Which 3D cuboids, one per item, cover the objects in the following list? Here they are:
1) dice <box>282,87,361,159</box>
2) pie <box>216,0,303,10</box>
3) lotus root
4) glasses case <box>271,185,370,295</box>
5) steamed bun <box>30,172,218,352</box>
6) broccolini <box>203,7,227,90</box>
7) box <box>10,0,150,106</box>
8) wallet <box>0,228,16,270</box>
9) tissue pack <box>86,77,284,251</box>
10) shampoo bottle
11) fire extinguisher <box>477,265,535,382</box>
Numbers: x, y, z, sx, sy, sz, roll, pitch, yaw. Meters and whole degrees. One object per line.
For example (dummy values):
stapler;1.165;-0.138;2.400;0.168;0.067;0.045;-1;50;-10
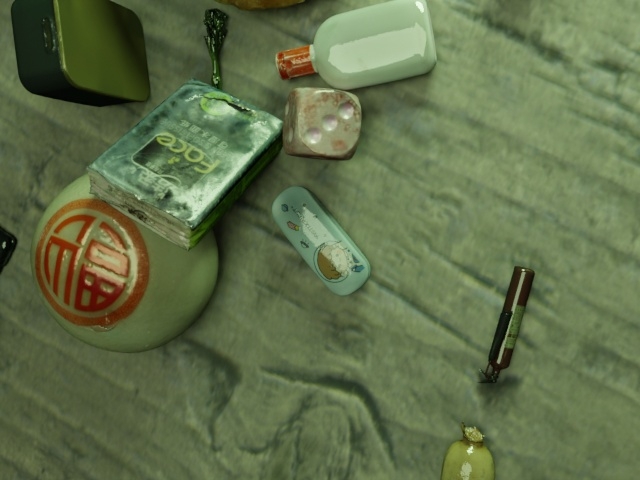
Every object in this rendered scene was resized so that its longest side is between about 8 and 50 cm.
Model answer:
dice;0.001;-0.158;0.970;0.093;0.094;0.091;4;93;-16
pie;-0.088;-0.468;0.934;0.340;0.083;0.339;-1;120;-2
lotus root;0.202;0.326;0.970;0.073;0.062;0.150;8;96;15
glasses case;0.000;0.000;1.018;0.067;0.045;0.178;-41;83;14
steamed bun;-0.297;0.029;1.034;0.283;0.177;0.282;1;93;15
broccolini;-0.153;-0.277;1.061;0.035;0.030;0.139;-7;97;-20
box;-0.343;-0.273;1.021;0.090;0.201;0.144;-6;93;20
wallet;-0.656;-0.024;1.208;0.285;0.030;0.146;36;101;11
tissue pack;-0.179;-0.114;0.981;0.174;0.235;0.073;30;144;11
shampoo bottle;0.046;-0.266;0.987;0.221;0.051;0.107;-9;93;15
fire extinguisher;0.251;0.120;0.954;0.035;0.049;0.173;14;97;7
